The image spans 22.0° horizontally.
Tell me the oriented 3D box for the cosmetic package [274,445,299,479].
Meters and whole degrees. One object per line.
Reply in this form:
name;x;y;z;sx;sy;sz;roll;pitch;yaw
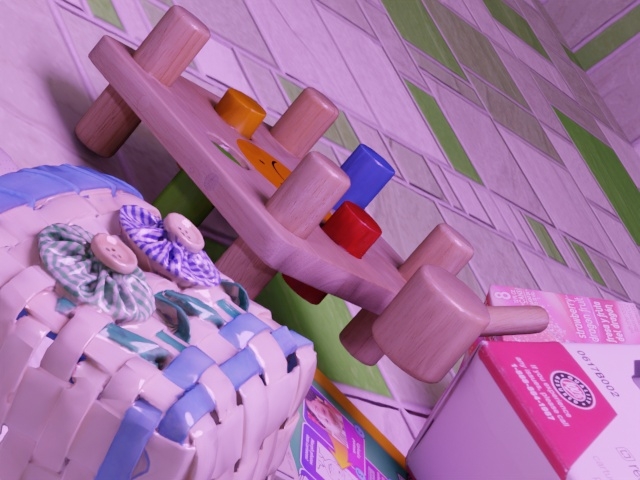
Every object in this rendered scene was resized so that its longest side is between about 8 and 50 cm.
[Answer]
cosmetic package;-0.075;0.138;0.901;0.060;0.115;0.041;33;28;-44

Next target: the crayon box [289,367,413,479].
crayon box;-0.002;0.202;1.012;0.165;0.081;0.278;47;19;-19

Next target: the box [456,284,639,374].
box;0.208;0.188;1.353;0.142;0.154;0.300;8;35;-12

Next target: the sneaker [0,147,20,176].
sneaker;-0.217;-0.080;0.905;0.270;0.145;0.090;26;33;-54

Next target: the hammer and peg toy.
hammer and peg toy;0.000;0.000;1.204;0.361;0.127;0.266;48;13;33

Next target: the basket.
basket;-0.162;0.056;0.751;0.289;0.201;0.255;21;14;12

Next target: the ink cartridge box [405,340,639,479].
ink cartridge box;0.244;0.184;1.098;0.306;0.131;0.226;1;39;-34
